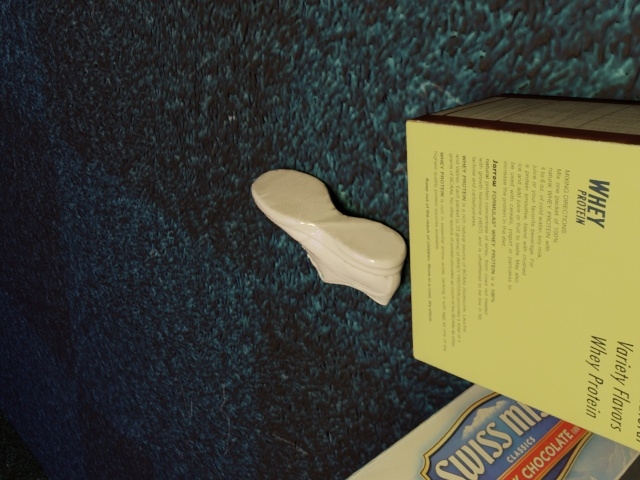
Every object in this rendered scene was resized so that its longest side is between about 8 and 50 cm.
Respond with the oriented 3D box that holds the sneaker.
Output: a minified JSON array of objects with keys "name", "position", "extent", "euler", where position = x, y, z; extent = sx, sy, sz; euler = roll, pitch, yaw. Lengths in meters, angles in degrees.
[{"name":"sneaker","position":[0.000,0.000,0.760],"extent":[0.212,0.080,0.094],"euler":[36,144,31]}]

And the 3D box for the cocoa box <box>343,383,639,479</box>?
[{"name":"cocoa box","position":[0.115,0.285,0.541],"extent":[0.228,0.347,0.231],"euler":[45,135,26]}]

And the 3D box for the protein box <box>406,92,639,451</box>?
[{"name":"protein box","position":[0.184,0.006,0.494],"extent":[0.201,0.136,0.200],"euler":[17,119,45]}]
